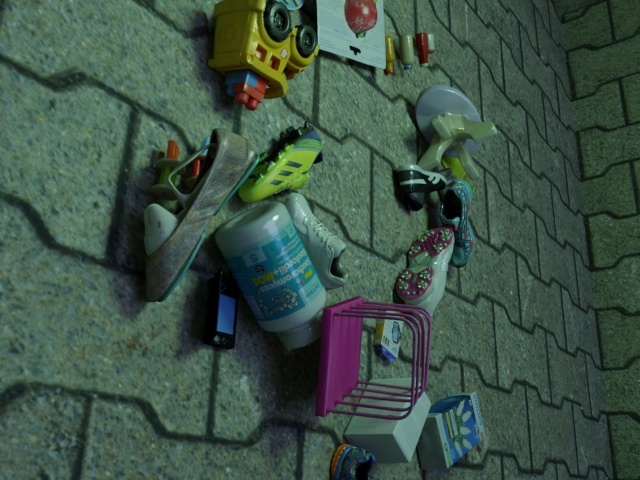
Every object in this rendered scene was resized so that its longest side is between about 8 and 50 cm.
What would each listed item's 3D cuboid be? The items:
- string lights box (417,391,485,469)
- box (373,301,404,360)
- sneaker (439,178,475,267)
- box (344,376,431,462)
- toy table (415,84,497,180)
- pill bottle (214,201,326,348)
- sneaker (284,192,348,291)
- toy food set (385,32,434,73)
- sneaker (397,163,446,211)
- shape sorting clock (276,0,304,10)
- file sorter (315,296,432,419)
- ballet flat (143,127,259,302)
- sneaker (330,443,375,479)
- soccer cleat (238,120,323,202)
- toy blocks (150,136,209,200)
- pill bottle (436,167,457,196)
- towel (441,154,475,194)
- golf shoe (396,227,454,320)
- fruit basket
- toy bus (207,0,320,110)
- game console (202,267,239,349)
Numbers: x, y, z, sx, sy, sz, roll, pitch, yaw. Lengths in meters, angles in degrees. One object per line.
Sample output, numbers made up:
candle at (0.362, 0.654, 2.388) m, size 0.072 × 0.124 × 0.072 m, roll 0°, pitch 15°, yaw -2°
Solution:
string lights box at (0.343, 0.498, 1.753) m, size 0.259 × 0.076 × 0.133 m, roll -7°, pitch 83°, yaw -55°
box at (0.169, 0.231, 1.645) m, size 0.081 × 0.028 × 0.136 m, roll 44°, pitch 49°, yaw -37°
sneaker at (0.384, -0.045, 1.937) m, size 0.125 × 0.104 × 0.262 m, roll -16°, pitch 103°, yaw -60°
box at (0.153, 0.400, 1.478) m, size 0.091 × 0.130 × 0.170 m, roll 60°, pitch 39°, yaw -23°
toy table at (0.391, -0.313, 1.970) m, size 0.274 × 0.252 × 0.161 m, roll 34°, pitch 35°, yaw -27°
pill bottle at (-0.081, 0.070, 1.250) m, size 0.146 × 0.146 × 0.264 m, roll -46°, pitch 116°, yaw -50°
sneaker at (0.000, 0.000, 1.410) m, size 0.090 × 0.115 × 0.232 m, roll -39°, pitch 111°, yaw -52°
toy food set at (0.272, -0.559, 1.975) m, size 0.232 × 0.111 × 0.105 m, roll -25°, pitch 111°, yaw -55°
sneaker at (0.288, -0.137, 1.896) m, size 0.217 × 0.079 × 0.121 m, roll 11°, pitch 77°, yaw -48°
shape sorting clock at (-0.093, -0.646, 1.556) m, size 0.206 × 0.040 × 0.206 m, roll 21°, pitch 63°, yaw -49°
file sorter at (0.121, 0.231, 1.334) m, size 0.290 × 0.182 × 0.202 m, roll 2°, pitch 92°, yaw -74°
ballet flat at (-0.224, -0.052, 1.088) m, size 0.106 × 0.107 × 0.316 m, roll 37°, pitch 74°, yaw -24°
sneaker at (0.062, 0.527, 1.349) m, size 0.083 × 0.087 × 0.221 m, roll 35°, pitch 52°, yaw -42°
soccer cleat at (-0.069, -0.145, 1.383) m, size 0.121 × 0.093 × 0.289 m, roll 63°, pitch 37°, yaw -22°
toy blocks at (-0.238, -0.133, 1.180) m, size 0.123 × 0.054 × 0.148 m, roll 33°, pitch 54°, yaw -45°
pill bottle at (0.402, -0.165, 2.059) m, size 0.065 × 0.065 × 0.116 m, roll -37°, pitch 109°, yaw -52°
towel at (0.449, -0.231, 2.182) m, size 0.237 × 0.021 × 0.102 m, roll 53°, pitch 41°, yaw -29°
golf shoe at (0.298, 0.088, 1.814) m, size 0.306 × 0.115 × 0.140 m, roll -55°, pitch 134°, yaw -39°
fruit basket at (0.072, -0.647, 1.725) m, size 0.327 × 0.165 × 0.353 m, roll -6°, pitch 100°, yaw -54°
toy bus at (-0.119, -0.361, 1.356) m, size 0.220 × 0.149 × 0.211 m, roll 19°, pitch 77°, yaw -53°
game console at (-0.168, 0.124, 1.178) m, size 0.107 × 0.071 × 0.122 m, roll 26°, pitch 59°, yaw -47°
